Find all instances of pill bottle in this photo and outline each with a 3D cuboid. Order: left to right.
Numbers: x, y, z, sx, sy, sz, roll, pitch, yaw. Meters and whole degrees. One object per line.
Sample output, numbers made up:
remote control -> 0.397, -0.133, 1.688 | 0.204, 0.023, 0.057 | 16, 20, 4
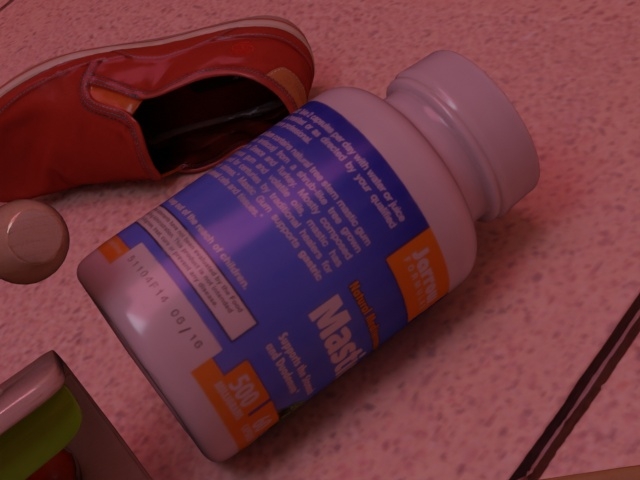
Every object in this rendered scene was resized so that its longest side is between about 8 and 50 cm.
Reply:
pill bottle -> 0.000, 0.000, 0.728 | 0.272, 0.152, 0.152 | -36, 37, -11

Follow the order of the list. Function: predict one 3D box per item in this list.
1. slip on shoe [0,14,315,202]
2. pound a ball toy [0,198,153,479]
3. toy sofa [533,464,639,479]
slip on shoe -> -0.163, -0.098, 0.985 | 0.331, 0.123, 0.101 | -15, 42, 8
pound a ball toy -> -0.228, 0.145, 0.645 | 0.319, 0.208, 0.136 | -37, 10, -11
toy sofa -> 0.158, 0.245, 0.354 | 0.150, 0.177, 0.362 | -4, 30, -22
